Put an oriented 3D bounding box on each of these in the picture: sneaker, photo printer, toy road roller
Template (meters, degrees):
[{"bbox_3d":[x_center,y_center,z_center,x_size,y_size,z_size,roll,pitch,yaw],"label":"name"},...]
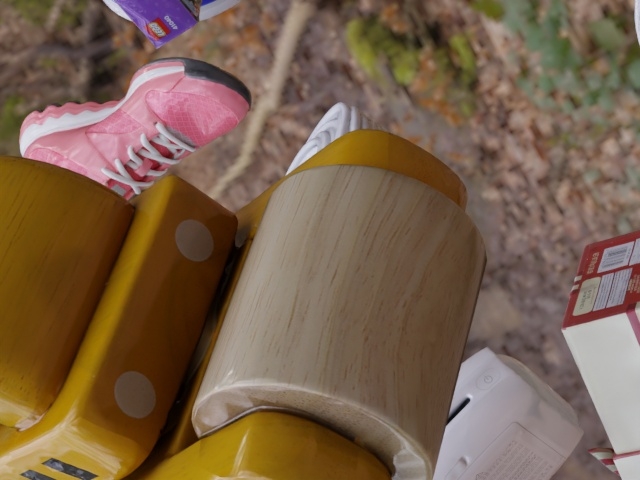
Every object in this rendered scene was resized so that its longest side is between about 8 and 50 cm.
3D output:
[{"bbox_3d":[-0.200,-0.090,1.665,0.116,0.314,0.136,36,-131,-42],"label":"sneaker"},{"bbox_3d":[0.178,0.260,1.864,0.107,0.256,0.307,43,-177,27],"label":"photo printer"},{"bbox_3d":[-0.099,0.051,0.803,0.241,0.202,0.329,33,143,-22],"label":"toy road roller"}]

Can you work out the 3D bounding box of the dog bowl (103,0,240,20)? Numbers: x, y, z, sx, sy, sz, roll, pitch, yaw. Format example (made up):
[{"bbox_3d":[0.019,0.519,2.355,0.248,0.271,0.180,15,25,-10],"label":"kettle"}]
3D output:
[{"bbox_3d":[-0.211,-0.440,2.261,0.265,0.265,0.104,58,169,37],"label":"dog bowl"}]

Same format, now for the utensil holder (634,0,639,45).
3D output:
[{"bbox_3d":[0.580,-0.306,2.017,0.327,0.328,0.385,61,-161,-1],"label":"utensil holder"}]

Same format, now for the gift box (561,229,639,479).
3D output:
[{"bbox_3d":[0.428,0.132,1.840,0.258,0.276,0.255,63,-149,-17],"label":"gift box"}]

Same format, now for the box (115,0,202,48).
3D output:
[{"bbox_3d":[-0.213,-0.348,1.475,0.293,0.057,0.201,49,-153,-29],"label":"box"}]

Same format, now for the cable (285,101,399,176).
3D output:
[{"bbox_3d":[0.000,0.000,1.474,0.089,0.257,0.257,23,-167,-10],"label":"cable"}]
